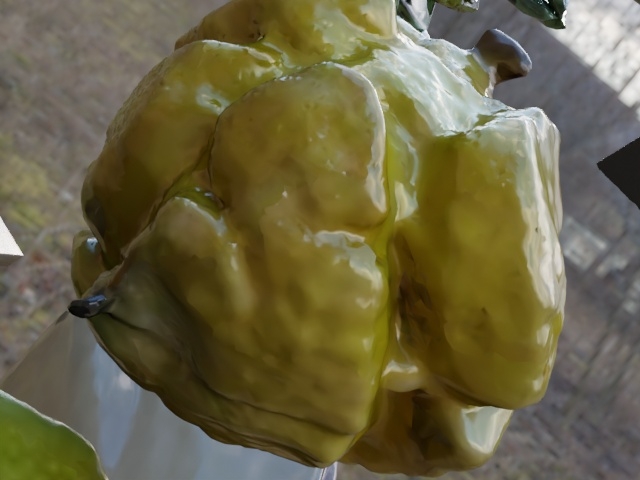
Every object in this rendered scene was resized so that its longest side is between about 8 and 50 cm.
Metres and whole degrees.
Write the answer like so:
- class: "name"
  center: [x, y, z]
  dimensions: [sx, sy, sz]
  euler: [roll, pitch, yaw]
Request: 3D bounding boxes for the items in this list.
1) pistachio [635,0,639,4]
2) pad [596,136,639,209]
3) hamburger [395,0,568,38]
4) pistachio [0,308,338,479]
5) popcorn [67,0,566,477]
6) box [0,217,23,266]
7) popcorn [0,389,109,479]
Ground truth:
- class: "pistachio"
  center: [0.268, -0.214, 1.009]
  dimensions: [0.185, 0.124, 0.124]
  euler: [9, 1, 15]
- class: "pad"
  center: [0.421, -0.085, 1.276]
  dimensions: [0.202, 0.300, 0.005]
  euler: [39, 34, -27]
- class: "hamburger"
  center: [0.083, -0.258, 1.228]
  dimensions: [0.276, 0.150, 0.260]
  euler: [46, 22, -8]
- class: "pistachio"
  center: [-0.161, 0.228, 1.151]
  dimensions: [0.365, 0.445, 0.281]
  euler: [3, -39, 39]
- class: "popcorn"
  center: [0.000, 0.000, 0.426]
  dimensions: [0.167, 0.152, 0.148]
  euler: [-4, -64, 56]
- class: "box"
  center: [-0.326, -0.002, 1.418]
  dimensions: [0.053, 0.024, 0.083]
  euler: [57, 6, 8]
- class: "popcorn"
  center: [-0.192, 0.152, 0.436]
  dimensions: [0.247, 0.282, 0.282]
  euler: [0, 33, -39]
